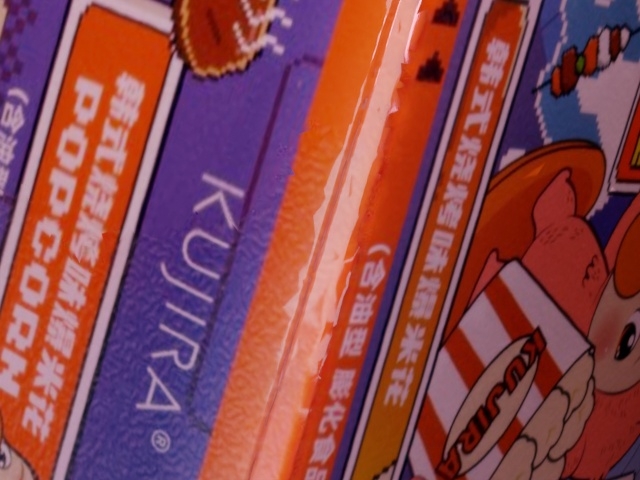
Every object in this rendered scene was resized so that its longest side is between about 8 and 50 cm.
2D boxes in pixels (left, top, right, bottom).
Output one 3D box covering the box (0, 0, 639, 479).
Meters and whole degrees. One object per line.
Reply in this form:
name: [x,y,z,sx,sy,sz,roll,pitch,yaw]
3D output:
box: [0.000,0.000,0.743,0.257,0.318,0.349,25,104,33]
